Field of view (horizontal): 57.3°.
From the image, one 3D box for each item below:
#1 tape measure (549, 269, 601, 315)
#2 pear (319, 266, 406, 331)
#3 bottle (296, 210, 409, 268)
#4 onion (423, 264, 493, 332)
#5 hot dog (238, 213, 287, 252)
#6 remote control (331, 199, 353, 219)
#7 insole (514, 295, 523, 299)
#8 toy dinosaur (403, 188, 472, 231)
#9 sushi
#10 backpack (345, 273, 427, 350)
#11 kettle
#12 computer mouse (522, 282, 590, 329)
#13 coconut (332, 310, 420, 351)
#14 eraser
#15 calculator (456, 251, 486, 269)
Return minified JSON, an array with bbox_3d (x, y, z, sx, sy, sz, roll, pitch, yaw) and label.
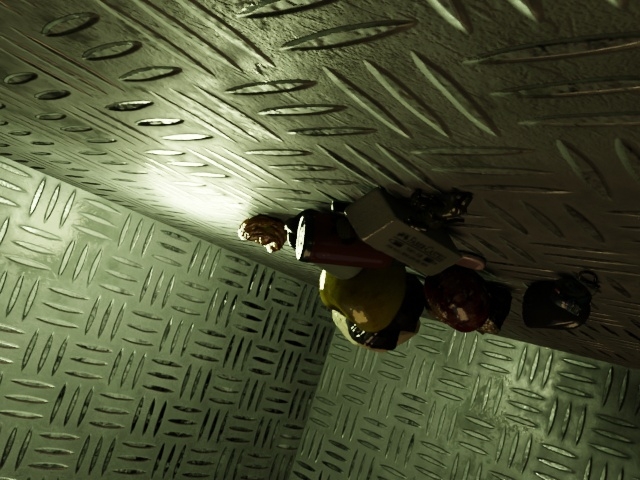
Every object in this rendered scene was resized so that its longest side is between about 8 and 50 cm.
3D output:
[{"bbox_3d":[0.671,0.106,1.541,0.107,0.104,0.180,39,150,38],"label":"tape measure"},{"bbox_3d":[0.157,0.146,1.987,0.303,0.304,0.304,17,171,3],"label":"pear"},{"bbox_3d":[0.108,0.005,1.623,0.336,0.144,0.144,6,173,-11],"label":"bottle"},{"bbox_3d":[0.445,0.176,1.891,0.246,0.190,0.246,42,162,17],"label":"onion"},{"bbox_3d":[-0.222,-0.025,2.224,0.175,0.114,0.259,22,170,-15],"label":"hot dog"},{"bbox_3d":[0.134,-0.063,1.538,0.222,0.042,0.072,16,169,14],"label":"remote control"},{"bbox_3d":[0.780,0.228,2.145,0.152,0.002,0.053,20,170,-15],"label":"insole"},{"bbox_3d":[0.276,-0.042,1.256,0.178,0.087,0.187,23,171,-20],"label":"toy dinosaur"},{"bbox_3d":[0.533,0.234,2.130,0.211,0.171,0.350,25,168,-28],"label":"sushi"},{"bbox_3d":[0.250,0.283,2.281,0.255,0.363,0.445,53,-166,8],"label":"backpack"},{"bbox_3d":[0.000,0.000,1.823,0.236,0.161,0.221,29,176,-40],"label":"kettle"},{"bbox_3d":[0.671,0.194,1.730,0.086,0.138,0.269,13,172,-17],"label":"computer mouse"},{"bbox_3d":[0.264,0.336,2.707,0.415,0.345,0.415,21,171,4],"label":"coconut"},{"bbox_3d":[0.211,-0.011,1.443,0.111,0.077,0.352,-32,141,30],"label":"eraser"},{"bbox_3d":[0.441,0.062,1.748,0.103,0.024,0.166,15,172,14],"label":"calculator"}]
